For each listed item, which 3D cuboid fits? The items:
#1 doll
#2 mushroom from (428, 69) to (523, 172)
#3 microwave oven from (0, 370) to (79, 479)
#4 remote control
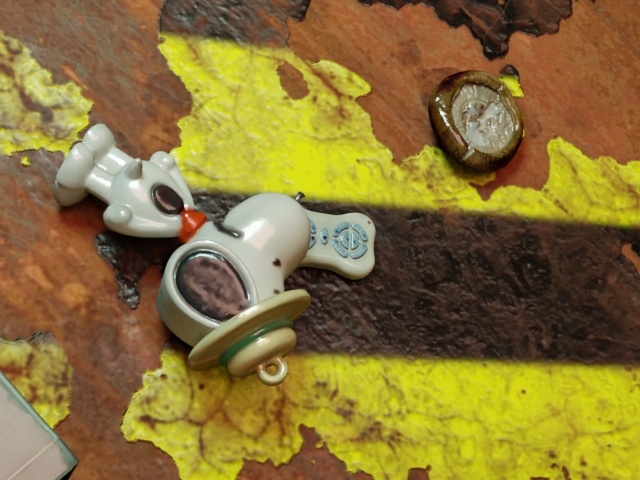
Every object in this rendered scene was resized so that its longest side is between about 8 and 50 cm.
[{"bbox_3d":[-0.139,0.015,1.097,0.271,0.144,0.208,18,60,-5],"label":"doll"},{"bbox_3d":[0.177,-0.135,1.294,0.123,0.052,0.123,6,75,-22],"label":"mushroom"},{"bbox_3d":[-0.461,0.208,0.847,0.432,0.236,0.374,-40,87,-27],"label":"microwave oven"},{"bbox_3d":[0.000,0.000,1.195,0.122,0.032,0.074,8,68,-17],"label":"remote control"}]
